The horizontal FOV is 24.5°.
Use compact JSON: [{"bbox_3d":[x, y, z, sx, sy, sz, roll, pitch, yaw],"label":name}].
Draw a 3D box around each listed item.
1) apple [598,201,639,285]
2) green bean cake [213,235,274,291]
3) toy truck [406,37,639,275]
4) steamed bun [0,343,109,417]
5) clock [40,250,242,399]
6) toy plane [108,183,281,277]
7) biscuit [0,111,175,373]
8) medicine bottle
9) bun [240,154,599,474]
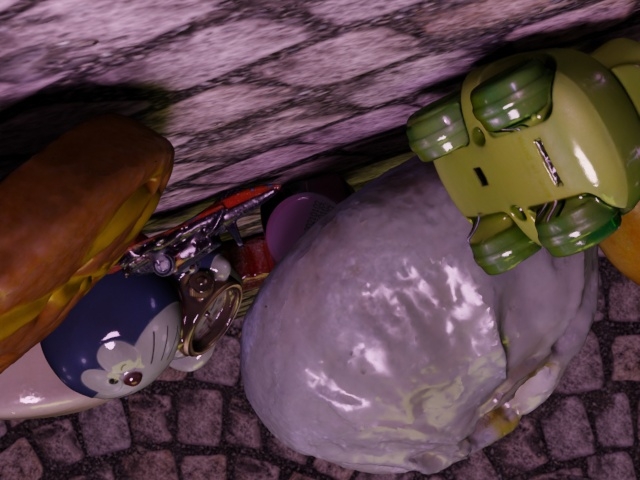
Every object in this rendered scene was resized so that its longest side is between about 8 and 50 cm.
[{"bbox_3d":[0.393,-0.052,1.587,0.236,0.208,0.237,-16,177,-1],"label":"apple"},{"bbox_3d":[-0.096,0.031,1.814,0.135,0.056,0.136,-17,175,-1],"label":"green bean cake"},{"bbox_3d":[0.186,-0.082,1.082,0.210,0.148,0.187,-30,-173,-10],"label":"toy truck"},{"bbox_3d":[-0.316,0.132,1.715,0.164,0.146,0.242,-11,174,-3],"label":"steamed bun"},{"bbox_3d":[-0.198,0.088,1.592,0.200,0.146,0.243,-58,160,20],"label":"clock"},{"bbox_3d":[-0.114,-0.005,1.369,0.189,0.061,0.130,-18,173,22],"label":"toy plane"},{"bbox_3d":[-0.225,0.061,0.921,0.350,0.070,0.394,-43,-177,-6],"label":"biscuit"},{"bbox_3d":[0.000,0.000,1.438,0.094,0.119,0.188,-21,174,5],"label":"medicine bottle"},{"bbox_3d":[0.106,0.070,1.300,0.362,0.211,0.362,-34,151,-22],"label":"bun"}]
